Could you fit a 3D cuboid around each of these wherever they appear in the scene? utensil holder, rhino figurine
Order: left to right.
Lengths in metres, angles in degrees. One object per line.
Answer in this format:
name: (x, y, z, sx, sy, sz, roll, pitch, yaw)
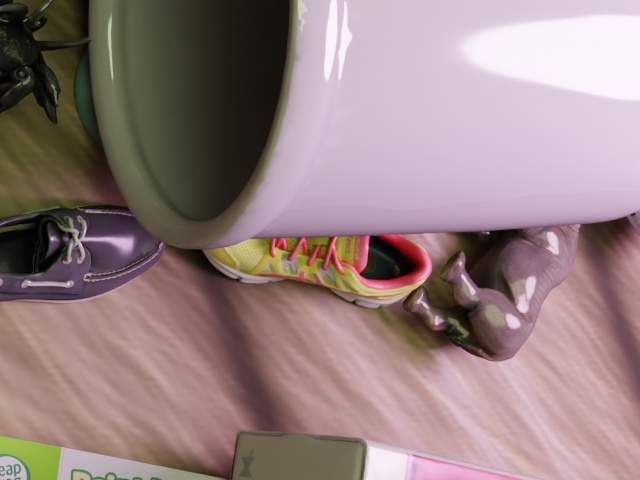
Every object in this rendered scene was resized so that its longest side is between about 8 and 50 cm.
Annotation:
utensil holder: (0.063, -0.162, 1.248, 0.385, 0.327, 0.328, -3, 84, -32)
rhino figurine: (0.176, 0.006, 1.449, 0.106, 0.073, 0.243, 44, 58, -11)

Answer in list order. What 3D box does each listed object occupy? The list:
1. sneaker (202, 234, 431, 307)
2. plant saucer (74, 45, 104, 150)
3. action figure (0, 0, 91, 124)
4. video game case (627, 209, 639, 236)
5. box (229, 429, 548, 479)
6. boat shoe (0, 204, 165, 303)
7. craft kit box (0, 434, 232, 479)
sneaker: (0.000, 0.000, 1.342, 0.208, 0.094, 0.081, 13, 79, -25)
plant saucer: (-0.139, -0.120, 1.324, 0.119, 0.021, 0.119, 4, 81, -27)
action figure: (-0.297, -0.131, 1.180, 0.275, 0.141, 0.164, -18, 83, -55)
video game case: (0.343, -0.153, 1.549, 0.275, 0.035, 0.248, -36, 95, -28)
box: (0.056, 0.230, 1.279, 0.232, 0.148, 0.127, 18, 76, -41)
boat shoe: (-0.204, 0.011, 1.246, 0.206, 0.065, 0.075, -8, 87, -29)
craft kit box: (-0.185, 0.282, 1.227, 0.250, 0.061, 0.247, 15, 74, -26)
